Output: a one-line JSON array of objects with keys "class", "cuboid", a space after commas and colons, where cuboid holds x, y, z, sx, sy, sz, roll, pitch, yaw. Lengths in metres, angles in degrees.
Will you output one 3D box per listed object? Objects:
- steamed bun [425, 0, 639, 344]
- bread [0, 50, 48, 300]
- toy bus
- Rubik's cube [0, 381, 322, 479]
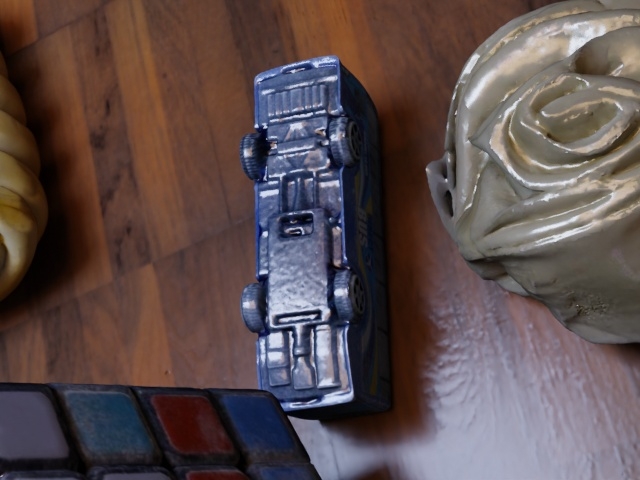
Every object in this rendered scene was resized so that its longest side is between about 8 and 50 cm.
[{"class": "steamed bun", "cuboid": [0.158, -0.055, 0.756, 0.211, 0.144, 0.217, 3, 72, 29]}, {"class": "bread", "cuboid": [-0.315, -0.078, 1.030, 0.173, 0.121, 0.311, -28, 60, 12]}, {"class": "toy bus", "cuboid": [-0.002, 0.001, 0.851, 0.079, 0.094, 0.236, -8, 69, 18]}, {"class": "Rubik's cube", "cuboid": [-0.139, 0.267, 0.664, 0.287, 0.292, 0.293, -51, 51, 26]}]
